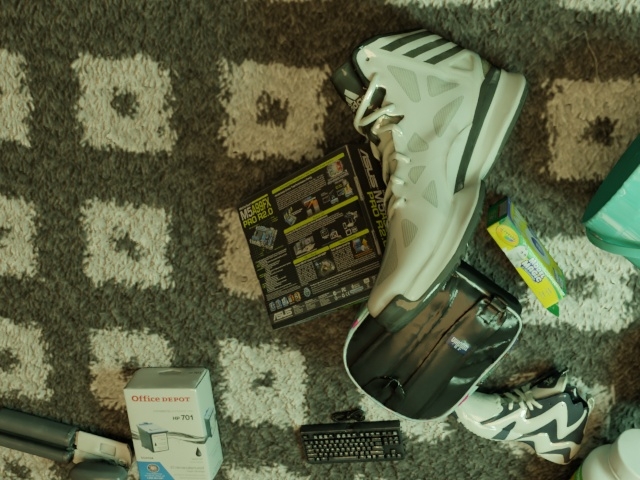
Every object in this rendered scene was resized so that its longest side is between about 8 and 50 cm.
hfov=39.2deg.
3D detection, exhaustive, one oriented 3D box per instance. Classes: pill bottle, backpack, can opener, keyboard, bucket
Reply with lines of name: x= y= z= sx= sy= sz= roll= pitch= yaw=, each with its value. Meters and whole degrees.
pill bottle: x=0.462 y=0.411 z=1.428 sx=0.136 sy=0.136 sz=0.245 roll=22 pitch=130 yaw=3
backpack: x=0.163 y=0.143 z=1.398 sx=0.225 sy=0.191 sz=0.253 roll=34 pitch=102 yaw=-1
can opener: x=-0.487 y=0.388 z=1.665 sx=0.283 sy=0.095 sz=0.076 roll=13 pitch=110 yaw=6
keyboard: x=0.054 y=0.347 z=1.583 sx=0.180 sy=0.023 sz=0.108 roll=-6 pitch=107 yaw=12
bucket: x=0.501 y=-0.065 z=1.223 sx=0.183 sy=0.281 sz=0.281 roll=37 pitch=112 yaw=7

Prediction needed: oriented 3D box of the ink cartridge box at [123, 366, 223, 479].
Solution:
ink cartridge box: x=-0.262 y=0.331 z=1.609 sx=0.139 sy=0.082 sz=0.190 roll=-3 pitch=110 yaw=12

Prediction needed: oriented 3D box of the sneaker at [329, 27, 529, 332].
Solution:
sneaker: x=0.096 y=-0.106 z=1.227 sx=0.257 sy=0.447 sz=0.169 roll=28 pitch=152 yaw=-5

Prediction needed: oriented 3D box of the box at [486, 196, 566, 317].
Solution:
box: x=0.321 y=0.026 z=1.374 sx=0.043 sy=0.105 sz=0.179 roll=-32 pitch=101 yaw=20

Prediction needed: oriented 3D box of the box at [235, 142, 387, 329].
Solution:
box: x=0.000 y=0.000 z=1.357 sx=0.270 sy=0.060 sz=0.216 roll=-25 pitch=79 yaw=44

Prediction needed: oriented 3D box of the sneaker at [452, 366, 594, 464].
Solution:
sneaker: x=0.334 y=0.255 z=1.458 sx=0.235 sy=0.094 sz=0.153 roll=24 pitch=110 yaw=2

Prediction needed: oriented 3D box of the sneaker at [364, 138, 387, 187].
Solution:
sneaker: x=0.091 y=-0.062 z=1.381 sx=0.107 sy=0.118 sz=0.279 roll=20 pitch=112 yaw=3
